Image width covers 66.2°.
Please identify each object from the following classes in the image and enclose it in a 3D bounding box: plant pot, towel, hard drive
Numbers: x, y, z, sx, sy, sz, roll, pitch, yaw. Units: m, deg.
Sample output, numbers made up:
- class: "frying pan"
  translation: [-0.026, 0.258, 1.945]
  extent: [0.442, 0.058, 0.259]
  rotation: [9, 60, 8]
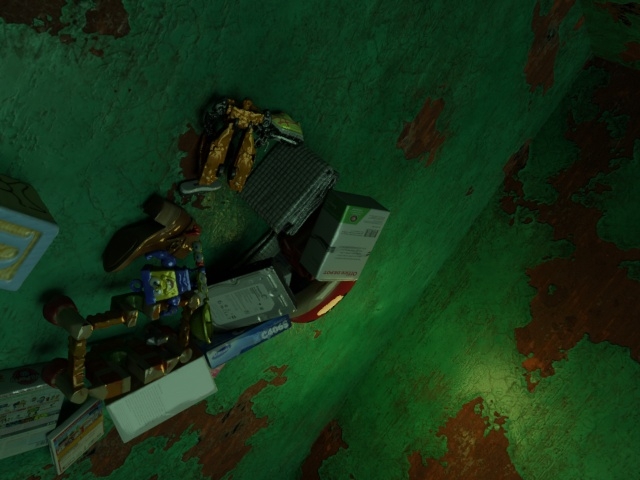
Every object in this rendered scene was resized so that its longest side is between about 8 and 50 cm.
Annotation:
- class: "plant pot"
  translation: [0.000, 0.000, 1.911]
  extent: [0.265, 0.272, 0.272]
  rotation: [-39, 146, -20]
- class: "towel"
  translation: [-0.104, -0.179, 1.664]
  extent: [0.284, 0.235, 0.121]
  rotation: [-50, 153, 2]
- class: "hard drive"
  translation: [-0.281, 0.208, 1.785]
  extent: [0.338, 0.064, 0.237]
  rotation: [-17, 125, 10]
- class: "towel"
  translation: [-0.235, 0.130, 1.999]
  extent: [0.324, 0.056, 0.312]
  rotation: [-48, 150, -6]

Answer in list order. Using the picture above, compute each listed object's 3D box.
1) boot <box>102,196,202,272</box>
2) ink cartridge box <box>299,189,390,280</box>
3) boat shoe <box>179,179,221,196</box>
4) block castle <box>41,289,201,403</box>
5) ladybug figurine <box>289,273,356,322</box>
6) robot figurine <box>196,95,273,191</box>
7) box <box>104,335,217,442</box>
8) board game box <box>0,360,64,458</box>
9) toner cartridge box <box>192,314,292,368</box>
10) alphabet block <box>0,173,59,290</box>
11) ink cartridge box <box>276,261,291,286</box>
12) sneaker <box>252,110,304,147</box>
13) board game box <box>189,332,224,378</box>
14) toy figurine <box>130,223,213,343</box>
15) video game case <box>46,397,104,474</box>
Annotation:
- class: "boot"
  translation: [-0.511, 0.012, 1.521]
  extent: [0.283, 0.109, 0.220]
  rotation: [-54, 151, -6]
- class: "ink cartridge box"
  translation: [0.080, -0.011, 1.703]
  extent: [0.211, 0.121, 0.289]
  rotation: [5, 117, -41]
- class: "boat shoe"
  translation: [-0.378, -0.165, 1.536]
  extent: [0.142, 0.049, 0.040]
  rotation: [-14, 152, -39]
- class: "block castle"
  translation: [-0.625, 0.287, 1.558]
  extent: [0.453, 0.212, 0.303]
  rotation: [-12, 121, -51]
- class: "ladybug figurine"
  translation: [0.003, 0.196, 2.098]
  extent: [0.449, 0.305, 0.162]
  rotation: [-42, 108, -3]
- class: "robot figurine"
  translation: [-0.265, -0.294, 1.471]
  extent: [0.211, 0.085, 0.291]
  rotation: [9, 118, -32]
- class: "box"
  translation: [-0.581, 0.512, 1.752]
  extent: [0.345, 0.215, 0.168]
  rotation: [-25, 115, -25]
- class: "board game box"
  translation: [-0.944, 0.535, 1.530]
  extent: [0.224, 0.097, 0.303]
  rotation: [-1, 126, -50]
- class: "toner cartridge box"
  translation: [-0.299, 0.360, 1.897]
  extent: [0.347, 0.165, 0.075]
  rotation: [-25, 107, -28]
- class: "alphabet block"
  translation: [-0.746, -0.033, 1.098]
  extent: [0.193, 0.197, 0.192]
  rotation: [-51, 146, 3]
- class: "ink cartridge box"
  translation: [-0.228, 0.194, 1.936]
  extent: [0.208, 0.087, 0.153]
  rotation: [-22, 139, -38]
- class: "sneaker"
  translation: [-0.144, -0.376, 1.575]
  extent: [0.208, 0.094, 0.081]
  rotation: [20, 152, -40]
- class: "board game box"
  translation: [-0.464, 0.451, 2.027]
  extent: [0.317, 0.064, 0.242]
  rotation: [-53, 146, 6]
- class: "toy figurine"
  translation: [-0.451, 0.139, 1.477]
  extent: [0.217, 0.191, 0.363]
  rotation: [-8, 109, -14]
- class: "video game case"
  translation: [-0.864, 0.692, 1.752]
  extent: [0.204, 0.025, 0.285]
  rotation: [-44, 161, -46]
